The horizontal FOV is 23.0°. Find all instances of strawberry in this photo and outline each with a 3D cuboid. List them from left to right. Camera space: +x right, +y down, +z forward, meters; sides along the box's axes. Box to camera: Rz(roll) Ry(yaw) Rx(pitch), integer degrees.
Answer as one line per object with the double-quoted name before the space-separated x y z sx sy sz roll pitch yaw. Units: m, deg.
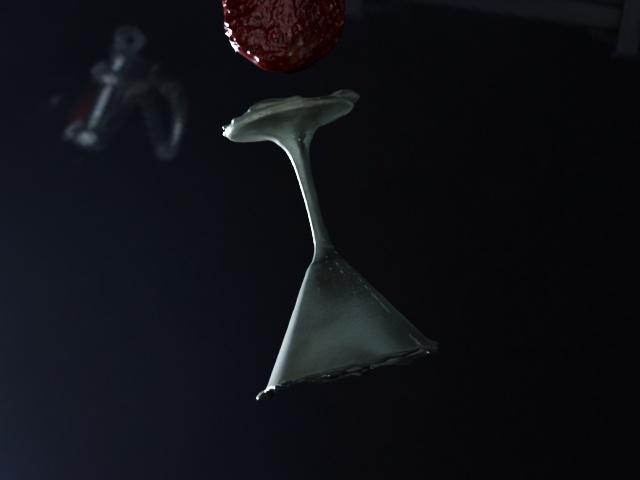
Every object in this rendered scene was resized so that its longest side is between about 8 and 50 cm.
"strawberry" -0.028 -0.181 1.189 0.106 0.106 0.106 5 -67 11

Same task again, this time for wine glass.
"wine glass" 0.000 0.000 1.297 0.156 0.156 0.232 -17 -97 19
